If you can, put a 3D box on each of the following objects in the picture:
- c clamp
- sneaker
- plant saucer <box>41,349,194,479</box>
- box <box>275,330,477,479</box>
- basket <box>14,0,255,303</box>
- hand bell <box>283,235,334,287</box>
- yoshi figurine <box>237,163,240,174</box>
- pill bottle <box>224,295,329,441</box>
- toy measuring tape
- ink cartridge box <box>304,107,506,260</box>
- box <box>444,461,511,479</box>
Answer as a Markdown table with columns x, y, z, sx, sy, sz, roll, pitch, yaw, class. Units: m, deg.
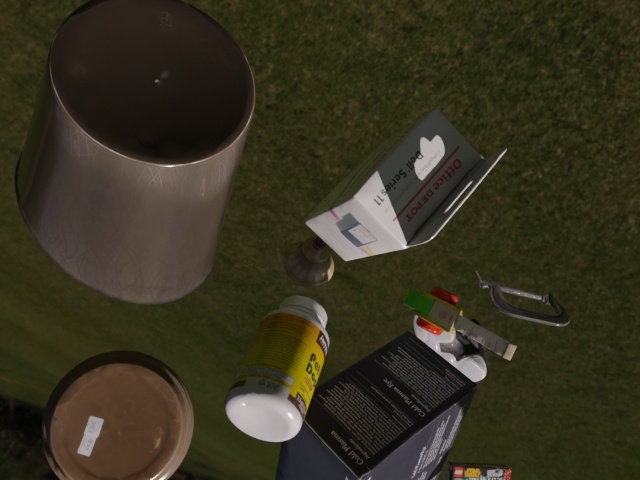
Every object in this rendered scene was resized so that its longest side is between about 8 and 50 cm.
| x | y | z | sx | sy | sz | roll | pitch | yaw | class |
| --- | --- | --- | --- | --- | --- | --- | --- | --- | --- |
| 0.359 | 0.101 | 1.096 | 0.160 | 0.137 | 0.022 | 16 | 116 | 2 | c clamp |
| 0.362 | 0.256 | 1.708 | 0.268 | 0.153 | 0.101 | 47 | 126 | -10 | sneaker |
| -0.378 | 0.347 | 1.156 | 0.277 | 0.278 | 0.041 | 26 | 169 | -7 | plant saucer |
| 0.090 | 0.396 | 1.155 | 0.179 | 0.312 | 0.343 | 37 | 133 | 32 | box |
| -0.142 | -0.065 | 0.481 | 0.204 | 0.154 | 0.227 | 45 | 150 | -4 | basket |
| 0.000 | 0.000 | 1.389 | 0.126 | 0.126 | 0.242 | 24 | 148 | -2 | hand bell |
| -0.259 | -0.206 | 1.093 | 0.203 | 0.204 | 0.362 | -3 | -168 | 3 | yoshi figurine |
| -0.057 | 0.188 | 0.948 | 0.117 | 0.215 | 0.117 | 10 | 132 | 12 | pill bottle |
| 0.332 | 0.196 | 1.484 | 0.330 | 0.121 | 0.121 | 27 | 165 | 39 | toy measuring tape |
| 0.122 | -0.086 | 1.018 | 0.119 | 0.207 | 0.353 | 45 | 164 | -8 | ink cartridge box |
| 0.306 | 0.487 | 1.212 | 0.137 | 0.094 | 0.027 | 10 | 175 | -20 | box |
